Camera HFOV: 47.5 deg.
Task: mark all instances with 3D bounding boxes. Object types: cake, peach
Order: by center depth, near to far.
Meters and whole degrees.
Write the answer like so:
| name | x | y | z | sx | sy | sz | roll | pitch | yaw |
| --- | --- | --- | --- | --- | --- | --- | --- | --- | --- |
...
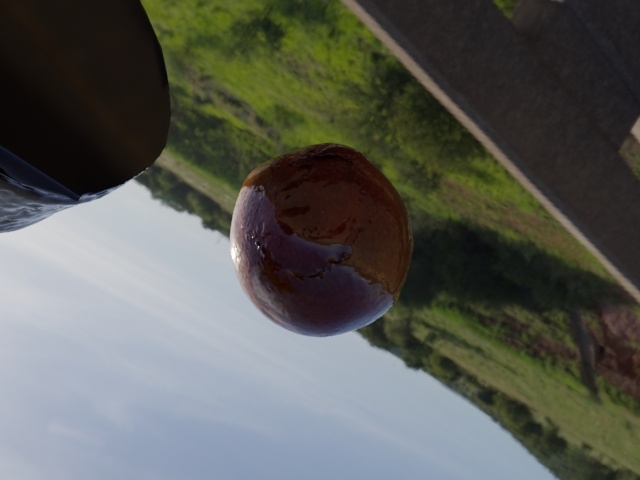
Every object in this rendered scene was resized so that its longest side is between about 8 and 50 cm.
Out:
| name | x | y | z | sx | sy | sz | roll | pitch | yaw |
| --- | --- | --- | --- | --- | --- | --- | --- | --- | --- |
| cake | -0.214 | -0.091 | 0.436 | 0.185 | 0.178 | 0.208 | 61 | -153 | -20 |
| peach | 0.000 | 0.000 | 0.855 | 0.231 | 0.231 | 0.231 | 32 | 178 | 1 |
